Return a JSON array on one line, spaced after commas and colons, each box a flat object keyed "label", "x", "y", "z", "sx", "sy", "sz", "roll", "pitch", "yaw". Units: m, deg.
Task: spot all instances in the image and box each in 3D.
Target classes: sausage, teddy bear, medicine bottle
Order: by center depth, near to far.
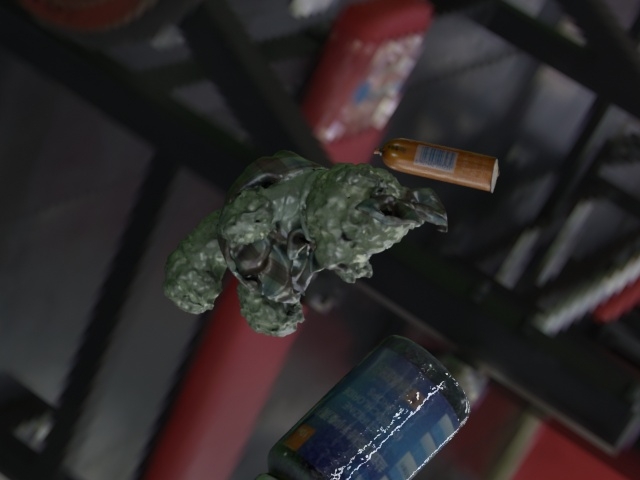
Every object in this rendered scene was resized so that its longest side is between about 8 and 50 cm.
[{"label": "medicine bottle", "x": 0.006, "y": 0.158, "z": 1.324, "sx": 0.203, "sy": 0.083, "sz": 0.083, "roll": -44, "pitch": 159, "yaw": -15}, {"label": "teddy bear", "x": -0.007, "y": -0.015, "z": 1.426, "sx": 0.213, "sy": 0.111, "sz": 0.133, "roll": -28, "pitch": 146, "yaw": 34}, {"label": "sausage", "x": 0.098, "y": -0.067, "z": 1.686, "sx": 0.031, "sy": 0.107, "sz": 0.031, "roll": 14, "pitch": 90, "yaw": -79}]
